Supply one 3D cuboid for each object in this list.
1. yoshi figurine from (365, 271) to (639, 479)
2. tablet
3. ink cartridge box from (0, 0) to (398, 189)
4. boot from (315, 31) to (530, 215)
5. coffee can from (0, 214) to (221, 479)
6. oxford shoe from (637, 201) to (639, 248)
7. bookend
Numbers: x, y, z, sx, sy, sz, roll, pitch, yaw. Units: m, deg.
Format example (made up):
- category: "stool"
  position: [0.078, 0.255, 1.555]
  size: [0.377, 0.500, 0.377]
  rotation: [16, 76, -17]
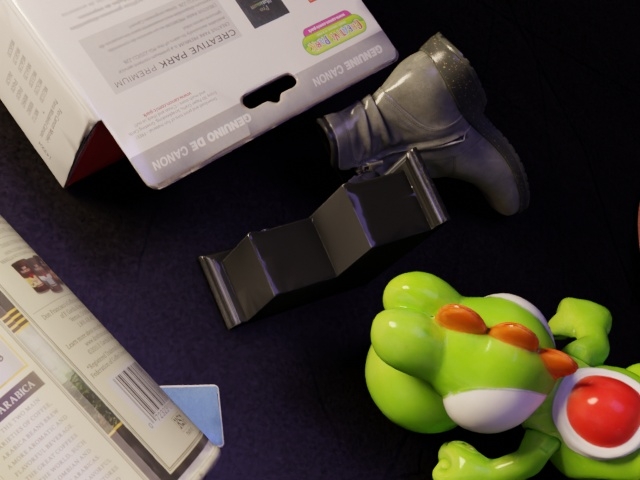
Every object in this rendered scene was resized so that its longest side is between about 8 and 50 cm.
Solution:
- category: "yoshi figurine"
  position: [0.188, 0.146, 0.939]
  size: [0.362, 0.203, 0.203]
  rotation: [31, 26, -11]
- category: "tablet"
  position: [-0.121, 0.146, 0.881]
  size: [0.083, 0.006, 0.054]
  rotation: [2, 67, -25]
- category: "ink cartridge box"
  position: [-0.129, -0.188, 0.957]
  size: [0.309, 0.130, 0.272]
  rotation: [-32, 84, -34]
- category: "boot"
  position: [0.098, -0.077, 1.041]
  size: [0.161, 0.246, 0.083]
  rotation: [-36, 45, 3]
- category: "coffee can"
  position: [-0.232, 0.113, 0.722]
  size: [0.275, 0.201, 0.201]
  rotation: [47, 56, 0]
- category: "oxford shoe"
  position: [0.452, -0.066, 1.193]
  size: [0.123, 0.130, 0.348]
  rotation: [31, 57, -11]
- category: "bookend"
  position: [0.000, 0.000, 0.920]
  size: [0.157, 0.156, 0.072]
  rotation: [-17, 76, -31]
